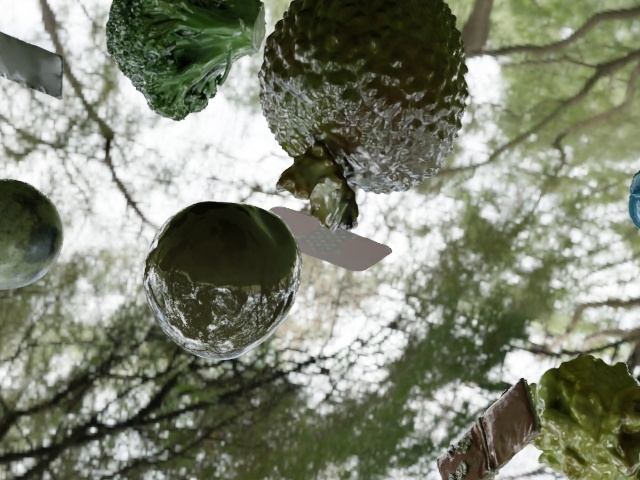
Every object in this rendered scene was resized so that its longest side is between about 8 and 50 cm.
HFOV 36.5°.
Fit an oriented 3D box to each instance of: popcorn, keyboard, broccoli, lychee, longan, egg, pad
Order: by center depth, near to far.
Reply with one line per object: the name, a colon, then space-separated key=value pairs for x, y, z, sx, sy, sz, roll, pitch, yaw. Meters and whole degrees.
lychee: x=0.051 y=-0.179 z=1.163 sx=0.270 sy=0.320 sz=0.270 roll=31 pitch=-174 yaw=-4
egg: x=-0.408 y=-0.007 z=1.224 sx=0.182 sy=0.141 sz=0.141 roll=0 pitch=-164 yaw=30
longan: x=-0.140 y=0.048 z=1.377 sx=0.215 sy=0.246 sz=0.246 roll=13 pitch=-156 yaw=9
keyboard: x=-0.465 y=-0.277 z=1.477 sx=0.197 sy=0.074 sz=0.015 roll=23 pitch=-152 yaw=21
broccoli: x=-0.208 y=-0.321 z=1.493 sx=0.242 sy=0.269 sz=0.261 roll=4 pitch=-119 yaw=7
pad: x=0.000 y=0.000 z=1.963 sx=0.267 sy=0.181 sz=0.004 roll=20 pitch=-114 yaw=-17
popcorn: x=0.603 y=0.408 z=2.145 sx=0.312 sy=0.312 sz=0.312 roll=9 pitch=-156 yaw=-4

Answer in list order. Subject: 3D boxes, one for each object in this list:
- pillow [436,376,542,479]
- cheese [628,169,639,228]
pillow: x=0.276 y=0.336 z=1.595 sx=0.043 sy=0.232 sz=0.126 roll=26 pitch=-152 yaw=-23
cheese: x=0.536 y=-0.033 z=1.405 sx=0.256 sy=0.106 sz=0.037 roll=28 pitch=-164 yaw=-26
